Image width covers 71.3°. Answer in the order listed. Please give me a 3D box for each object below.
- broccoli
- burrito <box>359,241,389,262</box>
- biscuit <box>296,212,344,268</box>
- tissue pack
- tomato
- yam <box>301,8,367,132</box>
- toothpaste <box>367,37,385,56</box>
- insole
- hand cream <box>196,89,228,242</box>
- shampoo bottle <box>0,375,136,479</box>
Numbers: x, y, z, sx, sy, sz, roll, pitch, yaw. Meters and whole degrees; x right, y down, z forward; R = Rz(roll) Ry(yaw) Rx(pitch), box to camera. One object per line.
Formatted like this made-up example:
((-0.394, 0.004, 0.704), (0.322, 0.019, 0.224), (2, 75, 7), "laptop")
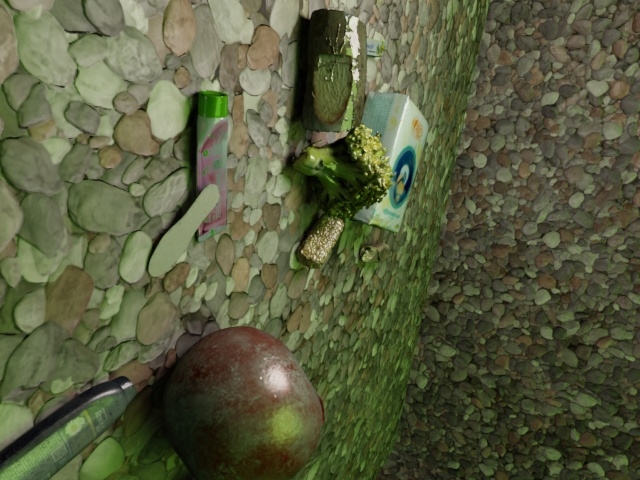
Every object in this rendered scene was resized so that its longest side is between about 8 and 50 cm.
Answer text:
((0.070, -0.152, 1.111), (0.242, 0.180, 0.273), (-46, 162, 31), "broccoli")
((0.211, 0.049, 1.702), (0.226, 0.061, 0.086), (-1, 110, -64), "burrito")
((0.000, 0.000, 1.244), (0.168, 0.082, 0.070), (-59, 176, -29), "biscuit")
((0.203, -0.232, 1.416), (0.287, 0.162, 0.387), (11, 95, -63), "tissue pack")
((-0.149, 0.324, 0.871), (0.283, 0.317, 0.316), (-30, 132, -36), "tomato")
((0.035, -0.378, 1.026), (0.154, 0.154, 0.254), (-24, 122, -58), "yam")
((0.136, -0.540, 1.254), (0.164, 0.034, 0.046), (-29, 126, -55), "toothpaste")
((-0.242, -0.020, 0.796), (0.197, 0.004, 0.065), (-57, 153, -12), "insole")
((-0.197, -0.131, 0.824), (0.079, 0.050, 0.275), (-12, 124, -33), "hand cream")
((-0.386, 0.294, 0.672), (0.234, 0.049, 0.086), (-39, 136, -50), "shampoo bottle")
